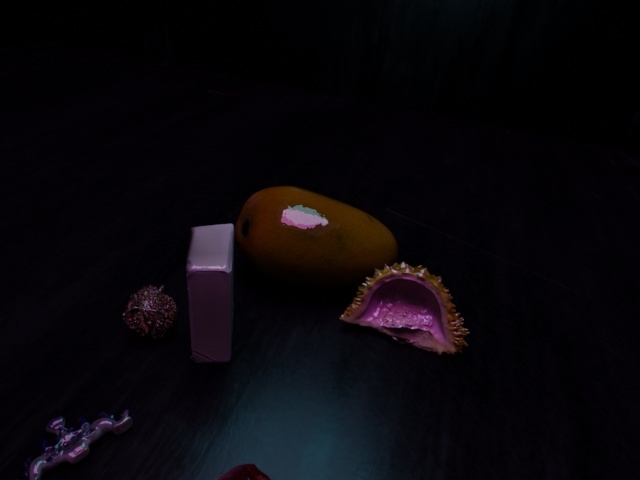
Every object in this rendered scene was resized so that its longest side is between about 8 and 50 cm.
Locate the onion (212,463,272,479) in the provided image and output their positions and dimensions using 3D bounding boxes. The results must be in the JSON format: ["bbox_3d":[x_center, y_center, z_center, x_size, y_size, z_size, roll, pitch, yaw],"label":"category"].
[{"bbox_3d":[-0.091,0.299,0.410,0.150,0.150,0.140,-22,73,-37],"label":"onion"}]

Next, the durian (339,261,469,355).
[{"bbox_3d":[0.148,0.115,0.756,0.182,0.165,0.132,2,67,35],"label":"durian"}]

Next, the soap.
[{"bbox_3d":[-0.162,0.078,0.660,0.064,0.183,0.121,1,34,-10],"label":"soap"}]

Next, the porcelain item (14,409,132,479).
[{"bbox_3d":[-0.305,0.238,0.535,0.075,0.021,0.136,24,36,32],"label":"porcelain item"}]

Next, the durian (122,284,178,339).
[{"bbox_3d":[-0.260,0.108,0.691,0.080,0.080,0.091,12,54,8],"label":"durian"}]

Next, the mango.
[{"bbox_3d":[0.000,0.000,0.830,0.317,0.173,0.211,12,11,-10],"label":"mango"}]
